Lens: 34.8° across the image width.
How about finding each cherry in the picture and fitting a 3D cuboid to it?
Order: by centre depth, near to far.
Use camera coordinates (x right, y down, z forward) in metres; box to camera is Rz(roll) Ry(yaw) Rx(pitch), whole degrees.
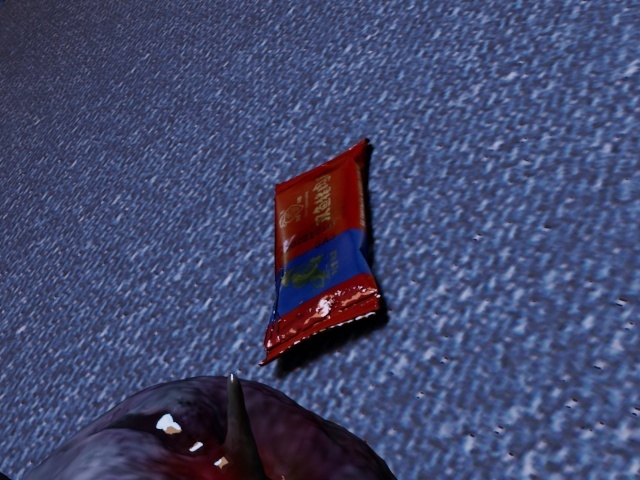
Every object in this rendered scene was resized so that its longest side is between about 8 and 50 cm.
[{"bbox_3d":[-0.048,0.148,0.379,0.195,0.195,0.195,-29,32,20],"label":"cherry"}]

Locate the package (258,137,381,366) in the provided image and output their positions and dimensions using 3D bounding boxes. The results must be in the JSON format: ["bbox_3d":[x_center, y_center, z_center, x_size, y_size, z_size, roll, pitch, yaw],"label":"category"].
[{"bbox_3d":[0.000,0.000,0.667,0.083,0.022,0.200,-30,30,20],"label":"package"}]

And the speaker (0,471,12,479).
[{"bbox_3d":[-0.296,0.218,0.666,0.218,0.082,0.044,-37,31,10],"label":"speaker"}]
